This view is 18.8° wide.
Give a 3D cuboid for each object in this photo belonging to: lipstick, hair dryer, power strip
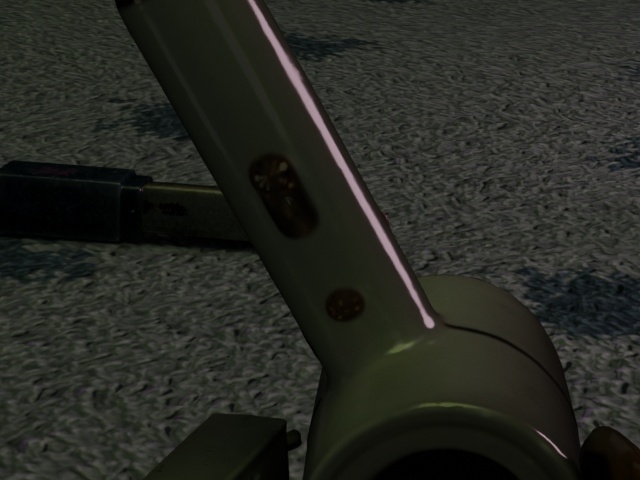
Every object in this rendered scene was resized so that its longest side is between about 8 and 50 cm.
[{"bbox_3d":[-0.095,-0.024,1.491,0.312,0.051,0.051,4,14,8],"label":"lipstick"},{"bbox_3d":[0.000,0.000,0.868,0.128,0.362,0.203,-27,13,11],"label":"hair dryer"},{"bbox_3d":[-0.041,0.124,0.899,0.042,0.075,0.175,4,16,17],"label":"power strip"}]

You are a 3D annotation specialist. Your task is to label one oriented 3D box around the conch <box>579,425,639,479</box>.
[{"bbox_3d":[0.143,0.159,0.705,0.080,0.086,0.233,-21,58,-21],"label":"conch"}]
